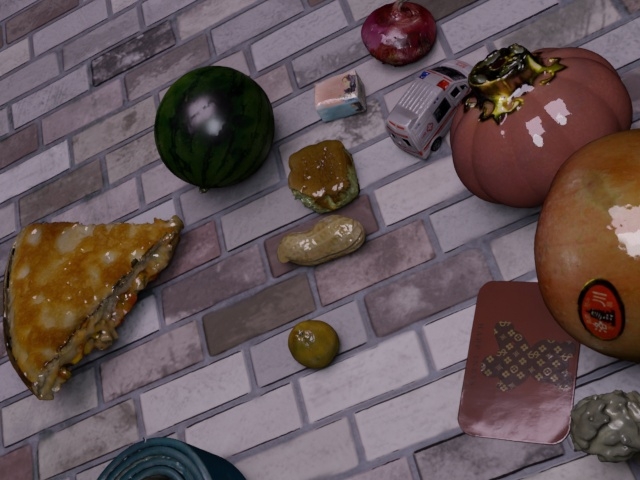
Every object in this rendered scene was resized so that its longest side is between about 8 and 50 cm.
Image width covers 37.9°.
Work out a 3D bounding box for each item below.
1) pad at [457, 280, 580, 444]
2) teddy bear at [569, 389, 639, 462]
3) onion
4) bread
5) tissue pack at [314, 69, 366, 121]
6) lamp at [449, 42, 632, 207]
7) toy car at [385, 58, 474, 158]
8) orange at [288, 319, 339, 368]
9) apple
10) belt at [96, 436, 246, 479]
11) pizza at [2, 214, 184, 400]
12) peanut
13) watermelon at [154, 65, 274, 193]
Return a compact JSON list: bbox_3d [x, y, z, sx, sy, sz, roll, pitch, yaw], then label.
[{"bbox_3d":[0.320,0.188,1.484,0.181,0.004,0.267,1,65,27],"label":"pad"},{"bbox_3d":[0.541,0.324,1.181,0.357,0.224,0.368,-26,61,22],"label":"teddy bear"},{"bbox_3d":[0.152,-0.425,1.813,0.150,0.140,0.150,-3,62,6],"label":"onion"},{"bbox_3d":[0.003,-0.120,1.765,0.128,0.069,0.140,-21,56,16],"label":"bread"},{"bbox_3d":[0.037,-0.283,1.842,0.094,0.059,0.074,-14,61,20],"label":"tissue pack"},{"bbox_3d":[0.343,-0.198,1.512,0.305,0.240,0.305,-29,29,18],"label":"lamp"},{"bbox_3d":[0.208,-0.259,1.715,0.089,0.108,0.210,33,81,35],"label":"toy car"},{"bbox_3d":[-0.013,0.176,1.597,0.085,0.095,0.085,-11,65,25],"label":"orange"},{"bbox_3d":[0.477,0.014,1.292,0.305,0.338,0.339,1,64,39],"label":"apple"},{"bbox_3d":[-0.253,0.540,1.471,0.300,0.173,0.437,-3,63,27],"label":"belt"},{"bbox_3d":[-0.437,0.090,1.843,0.406,0.130,0.440,-25,47,1],"label":"pizza"},{"bbox_3d":[0.000,0.000,1.699,0.174,0.080,0.080,-17,58,20],"label":"peanut"},{"bbox_3d":[-0.205,-0.218,1.817,0.242,0.242,0.242,-12,60,20],"label":"watermelon"}]
